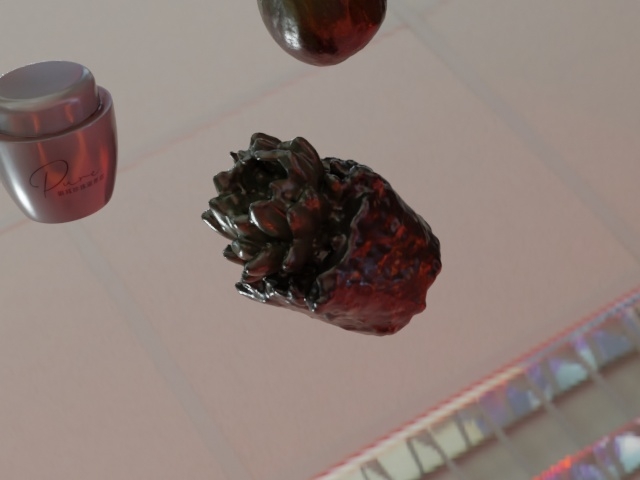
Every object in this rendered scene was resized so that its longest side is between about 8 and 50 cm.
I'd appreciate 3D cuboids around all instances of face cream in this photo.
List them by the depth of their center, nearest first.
[{"bbox_3d":[-0.182,-0.067,1.037,0.091,0.095,0.091,-6,-149,4],"label":"face cream"}]

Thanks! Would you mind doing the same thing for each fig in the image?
[{"bbox_3d":[-0.008,-0.215,1.240,0.103,0.154,0.109,-17,-142,18],"label":"fig"}]

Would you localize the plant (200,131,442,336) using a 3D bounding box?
[{"bbox_3d":[0.000,0.000,1.237,0.129,0.194,0.132,4,-109,48],"label":"plant"}]
